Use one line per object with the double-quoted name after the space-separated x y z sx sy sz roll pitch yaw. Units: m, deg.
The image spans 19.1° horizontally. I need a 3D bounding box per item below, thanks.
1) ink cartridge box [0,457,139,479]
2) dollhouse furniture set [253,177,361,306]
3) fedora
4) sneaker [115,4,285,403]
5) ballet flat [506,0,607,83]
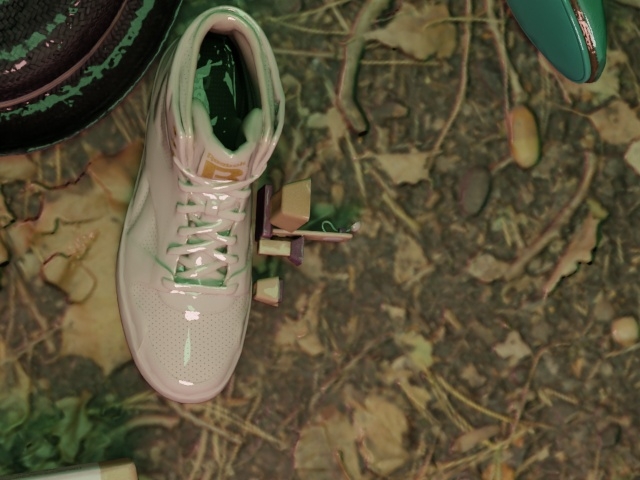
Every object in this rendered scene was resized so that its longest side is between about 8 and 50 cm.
-0.237 0.271 1.386 0.234 0.088 0.193 -8 86 -9 "ink cartridge box"
0.000 0.000 1.442 0.081 0.114 0.091 4 80 -12 "dollhouse furniture set"
-0.225 -0.220 1.379 0.334 0.152 0.334 -3 100 -17 "fedora"
-0.090 -0.027 1.404 0.108 0.169 0.293 3 84 -10 "sneaker"
0.168 -0.243 1.515 0.087 0.083 0.247 -39 92 -25 "ballet flat"
